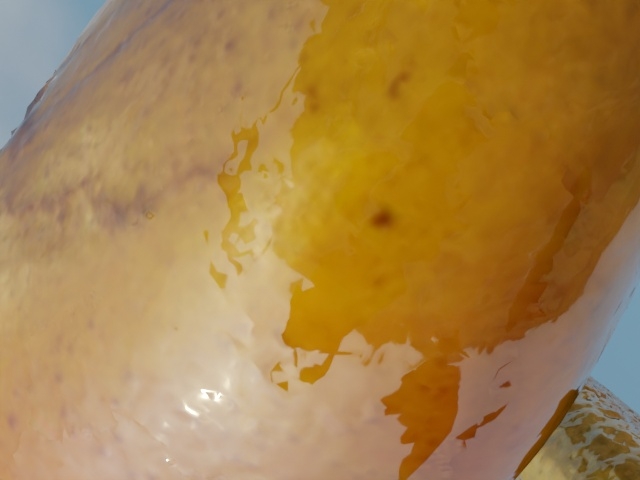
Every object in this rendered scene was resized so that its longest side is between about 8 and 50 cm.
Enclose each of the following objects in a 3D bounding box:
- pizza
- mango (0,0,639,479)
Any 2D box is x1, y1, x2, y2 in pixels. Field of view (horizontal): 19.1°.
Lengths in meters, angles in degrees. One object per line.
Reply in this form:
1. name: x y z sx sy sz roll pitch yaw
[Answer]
1. pizza: 0.174 0.149 0.966 0.268 0.087 0.258 41 -178 13
2. mango: 0.000 0.000 0.543 0.201 0.350 0.199 -2 -121 -40
